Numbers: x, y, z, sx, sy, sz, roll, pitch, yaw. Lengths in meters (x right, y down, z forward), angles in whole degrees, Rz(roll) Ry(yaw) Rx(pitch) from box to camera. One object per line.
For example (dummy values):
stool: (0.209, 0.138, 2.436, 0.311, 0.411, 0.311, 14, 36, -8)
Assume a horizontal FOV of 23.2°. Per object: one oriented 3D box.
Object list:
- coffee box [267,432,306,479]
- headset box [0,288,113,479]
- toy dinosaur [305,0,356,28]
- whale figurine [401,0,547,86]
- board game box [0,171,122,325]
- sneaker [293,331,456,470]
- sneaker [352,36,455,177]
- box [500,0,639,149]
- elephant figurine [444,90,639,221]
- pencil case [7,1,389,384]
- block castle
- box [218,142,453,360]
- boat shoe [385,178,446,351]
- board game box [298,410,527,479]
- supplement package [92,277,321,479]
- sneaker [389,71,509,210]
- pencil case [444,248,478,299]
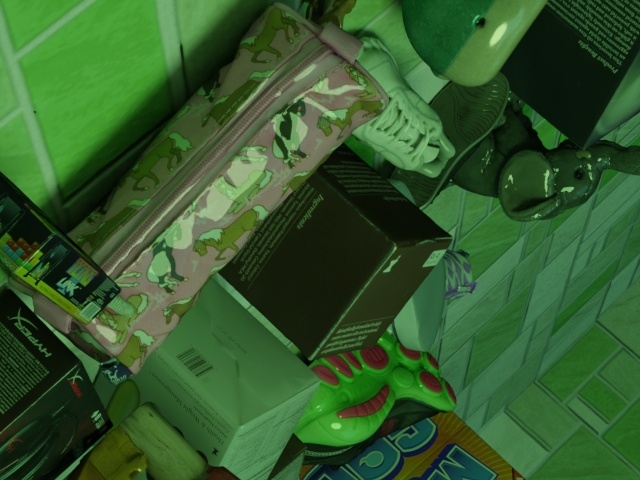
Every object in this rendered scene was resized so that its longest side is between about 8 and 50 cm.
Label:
coffee box: (-0.113, 0.333, 2.239, 0.098, 0.141, 0.246, -36, 157, -29)
headset box: (-0.357, 0.213, 1.512, 0.293, 0.110, 0.218, -42, 162, -16)
toy dinosaur: (0.024, -0.259, 1.519, 0.211, 0.064, 0.112, -53, -177, 38)
whale figurine: (0.169, -0.279, 1.709, 0.216, 0.141, 0.272, -56, -176, 24)
board game box: (-0.246, -0.010, 1.265, 0.048, 0.141, 0.170, -45, 161, -4)
sneaker: (0.054, 0.246, 2.444, 0.202, 0.185, 0.483, -36, 164, 26)
sneaker: (0.078, -0.143, 1.753, 0.110, 0.118, 0.292, -48, 160, 7)
box: (0.421, -0.319, 2.052, 0.296, 0.183, 0.294, -32, 157, -39)
elephant figurine: (0.300, -0.092, 2.140, 0.169, 0.239, 0.186, -35, 158, -34)
pencil case: (-0.111, -0.051, 1.465, 0.386, 0.167, 0.160, -46, 129, -5)
block castle: (-0.277, 0.397, 1.688, 0.303, 0.213, 0.453, -42, 179, -41)
box: (0.000, 0.000, 1.728, 0.167, 0.203, 0.168, -54, 160, 18)
boat shoe: (0.056, 0.030, 2.015, 0.367, 0.157, 0.135, 57, 47, -59)
board game box: (0.098, 0.504, 2.701, 0.356, 0.356, 0.356, -35, 157, -32)
supplement package: (-0.144, 0.190, 1.801, 0.149, 0.194, 0.203, -25, 150, -47)
sneaker: (0.162, -0.130, 2.046, 0.222, 0.083, 0.118, -51, 177, -1)
pencil case: (0.161, 0.072, 2.398, 0.206, 0.088, 0.086, -18, 143, -54)
